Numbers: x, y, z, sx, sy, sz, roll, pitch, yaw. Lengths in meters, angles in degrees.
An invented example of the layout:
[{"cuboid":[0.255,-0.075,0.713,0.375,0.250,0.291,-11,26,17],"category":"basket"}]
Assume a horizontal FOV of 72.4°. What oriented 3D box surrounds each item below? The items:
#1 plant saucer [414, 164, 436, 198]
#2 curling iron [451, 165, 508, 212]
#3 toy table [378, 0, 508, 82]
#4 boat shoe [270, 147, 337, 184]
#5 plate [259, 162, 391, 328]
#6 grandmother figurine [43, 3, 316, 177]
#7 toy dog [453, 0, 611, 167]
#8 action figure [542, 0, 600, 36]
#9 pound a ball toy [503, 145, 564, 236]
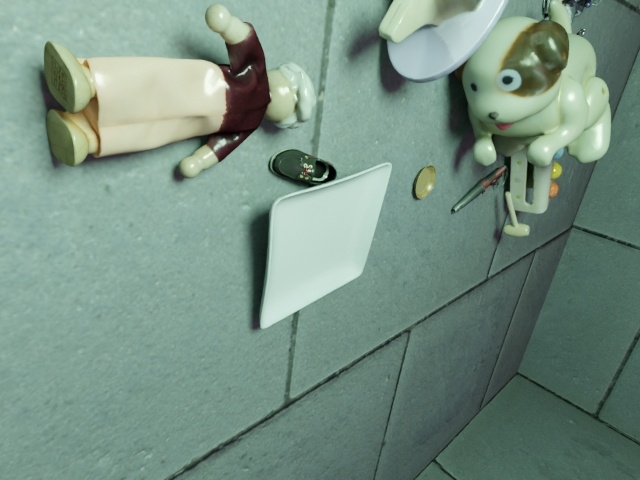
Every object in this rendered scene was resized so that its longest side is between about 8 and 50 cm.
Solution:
[{"cuboid":[0.246,-0.141,1.041,0.083,0.015,0.084,-27,131,-36],"category":"plant saucer"},{"cuboid":[0.471,-0.146,1.276,0.274,0.035,0.068,-34,134,-32],"category":"curling iron"},{"cuboid":[0.185,-0.394,0.658,0.160,0.252,0.275,-3,114,-63],"category":"toy table"},{"cuboid":[-0.025,-0.121,0.727,0.133,0.042,0.049,2,112,-47],"category":"boat shoe"},{"cuboid":[0.000,0.000,0.795,0.277,0.045,0.278,-23,138,-37],"category":"plate"},{"cuboid":[-0.133,-0.177,0.533,0.342,0.104,0.208,-19,153,-44],"category":"grandmother figurine"},{"cuboid":[0.475,-0.348,0.969,0.407,0.284,0.396,-5,115,-45],"category":"toy dog"},{"cuboid":[0.689,-0.638,1.183,0.285,0.099,0.185,-44,144,-16],"category":"action figure"},{"cuboid":[0.667,-0.177,1.364,0.208,0.135,0.319,-57,143,-29],"category":"pound a ball toy"}]
